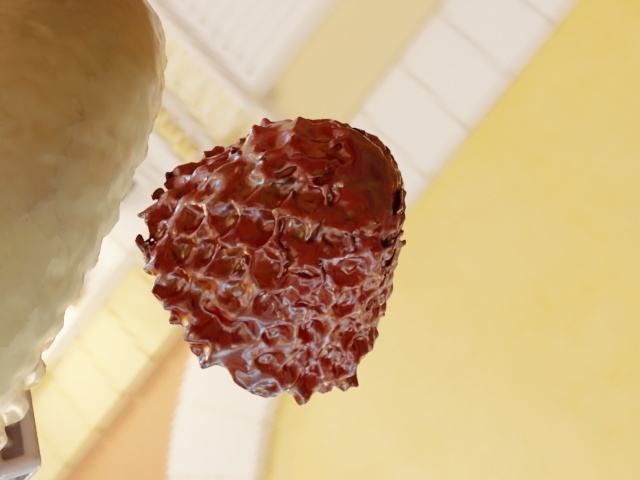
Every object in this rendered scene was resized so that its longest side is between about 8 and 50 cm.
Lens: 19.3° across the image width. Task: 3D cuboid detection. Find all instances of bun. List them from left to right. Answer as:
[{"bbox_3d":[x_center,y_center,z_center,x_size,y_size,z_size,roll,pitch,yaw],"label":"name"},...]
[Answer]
[{"bbox_3d":[-0.221,0.000,0.865,0.213,0.361,0.361,26,-163,-12],"label":"bun"}]

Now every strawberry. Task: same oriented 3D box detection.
[{"bbox_3d":[0.000,0.000,1.436,0.234,0.178,0.233,18,-124,-30],"label":"strawberry"}]

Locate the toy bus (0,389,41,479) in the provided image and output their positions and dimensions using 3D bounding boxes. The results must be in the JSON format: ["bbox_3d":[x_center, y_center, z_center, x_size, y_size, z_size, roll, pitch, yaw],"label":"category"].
[{"bbox_3d":[-0.277,0.032,1.222,0.139,0.113,0.301,-5,-106,-23],"label":"toy bus"}]
